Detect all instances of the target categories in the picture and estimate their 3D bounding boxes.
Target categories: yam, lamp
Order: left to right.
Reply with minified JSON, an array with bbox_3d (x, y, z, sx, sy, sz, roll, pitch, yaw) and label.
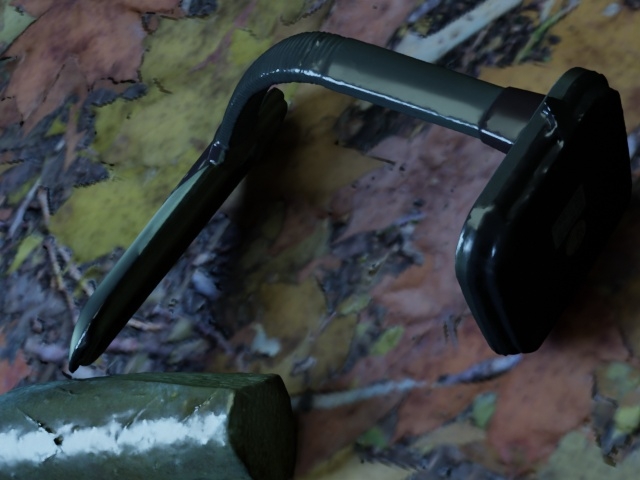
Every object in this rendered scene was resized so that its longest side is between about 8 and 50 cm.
[{"bbox_3d":[-0.095,0.099,0.920,0.169,0.068,0.068,-10,53,30],"label":"yam"},{"bbox_3d":[-0.005,-0.004,0.880,0.283,0.124,0.203,13,62,41],"label":"lamp"}]
